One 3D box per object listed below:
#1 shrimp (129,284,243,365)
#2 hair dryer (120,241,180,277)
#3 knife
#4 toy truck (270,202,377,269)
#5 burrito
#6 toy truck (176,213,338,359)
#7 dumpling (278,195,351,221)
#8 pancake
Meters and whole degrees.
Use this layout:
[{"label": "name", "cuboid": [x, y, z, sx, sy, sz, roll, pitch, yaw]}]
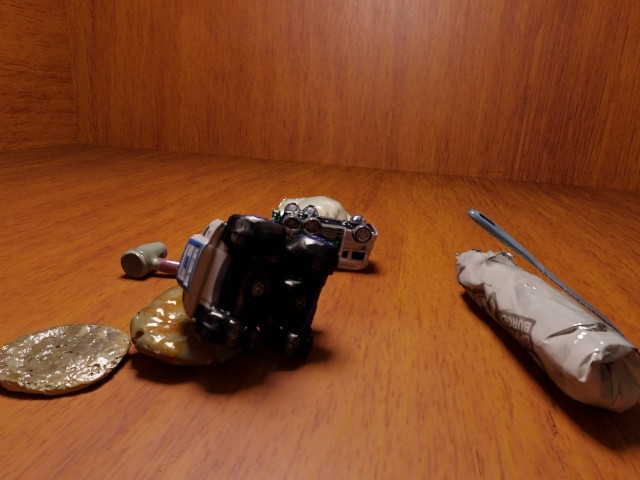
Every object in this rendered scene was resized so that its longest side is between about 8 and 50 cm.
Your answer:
[{"label": "shrimp", "cuboid": [-0.165, 0.101, 0.681, 0.153, 0.062, 0.294, 16, 20, -1]}, {"label": "hair dryer", "cuboid": [-0.279, 0.047, 0.865, 0.154, 0.054, 0.106, 17, 15, 8]}, {"label": "knife", "cuboid": [0.357, 0.050, 0.730, 0.313, 0.019, 0.044, 38, 20, -2]}, {"label": "toy truck", "cuboid": [0.000, 0.000, 0.945, 0.215, 0.117, 0.110, 9, 17, -7]}, {"label": "burrito", "cuboid": [0.308, 0.097, 0.691, 0.138, 0.101, 0.445, 23, 13, -11]}, {"label": "toy truck", "cuboid": [-0.090, 0.051, 0.628, 0.213, 0.161, 0.176, 20, -1, -39]}, {"label": "dumpling", "cuboid": [-0.005, -0.033, 1.081, 0.180, 0.111, 0.155, 2, 47, 20]}, {"label": "pancake", "cuboid": [-0.313, 0.140, 0.566, 0.151, 0.025, 0.152, 4, 16, -1]}]
